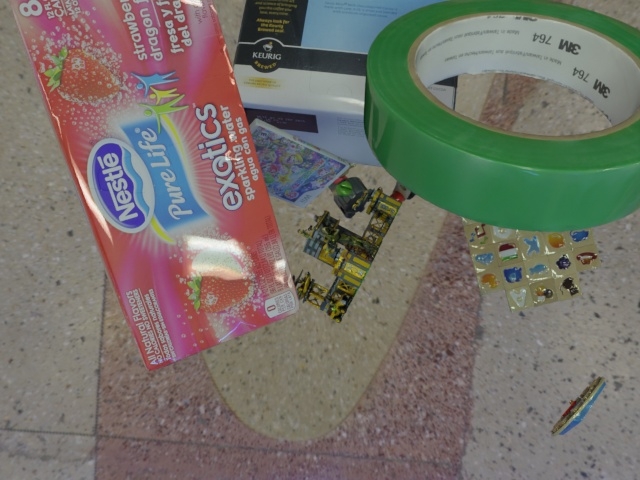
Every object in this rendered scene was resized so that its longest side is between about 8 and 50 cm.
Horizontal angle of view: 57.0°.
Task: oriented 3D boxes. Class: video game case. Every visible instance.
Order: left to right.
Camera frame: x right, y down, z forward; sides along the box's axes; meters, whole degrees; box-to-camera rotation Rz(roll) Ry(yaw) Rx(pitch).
[{"bbox_3d":[-0.042,-0.080,0.644,0.122,0.011,0.087,20,137,-33],"label":"video game case"}]

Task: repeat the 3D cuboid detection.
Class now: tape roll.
[{"bbox_3d":[0.207,-0.148,0.615,0.321,0.321,0.077,-1,136,0],"label":"tape roll"}]

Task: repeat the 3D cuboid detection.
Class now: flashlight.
[{"bbox_3d":[0.037,-0.204,1.620,0.103,0.103,0.304,-29,53,-6],"label":"flashlight"}]

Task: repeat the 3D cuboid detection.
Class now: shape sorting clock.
[{"bbox_3d":[0.672,0.433,1.542,0.040,0.206,0.206,37,92,21],"label":"shape sorting clock"}]

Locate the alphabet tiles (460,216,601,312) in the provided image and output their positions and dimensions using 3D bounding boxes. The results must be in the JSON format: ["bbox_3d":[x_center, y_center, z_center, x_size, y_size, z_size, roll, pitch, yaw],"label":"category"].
[{"bbox_3d":[0.490,-0.014,1.386,0.285,0.011,0.342,-15,92,4],"label":"alphabet tiles"}]

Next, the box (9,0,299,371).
[{"bbox_3d":[-0.120,-0.054,0.439,0.123,0.128,0.256,-20,107,-19],"label":"box"}]

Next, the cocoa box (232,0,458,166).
[{"bbox_3d":[0.047,-0.275,1.000,0.347,0.231,0.228,7,78,5],"label":"cocoa box"}]

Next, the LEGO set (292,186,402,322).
[{"bbox_3d":[0.030,0.009,1.345,0.192,0.255,0.331,27,54,4],"label":"LEGO set"}]

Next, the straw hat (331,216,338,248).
[{"bbox_3d":[0.000,0.000,1.690,0.061,0.144,0.144,-3,93,22],"label":"straw hat"}]

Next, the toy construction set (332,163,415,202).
[{"bbox_3d":[0.169,-0.209,1.398,0.309,0.237,0.257,-18,92,-27],"label":"toy construction set"}]
